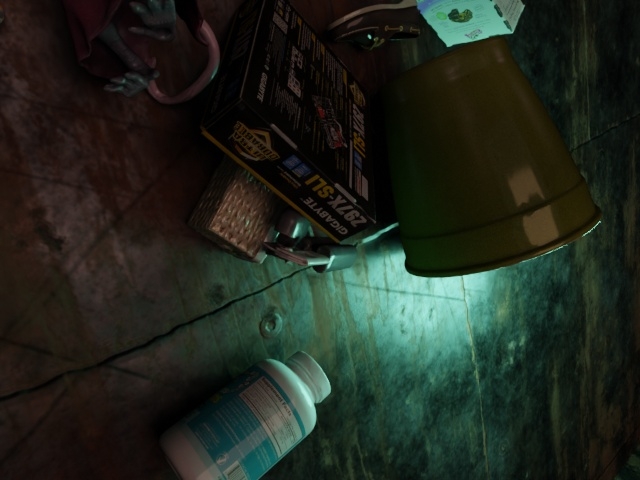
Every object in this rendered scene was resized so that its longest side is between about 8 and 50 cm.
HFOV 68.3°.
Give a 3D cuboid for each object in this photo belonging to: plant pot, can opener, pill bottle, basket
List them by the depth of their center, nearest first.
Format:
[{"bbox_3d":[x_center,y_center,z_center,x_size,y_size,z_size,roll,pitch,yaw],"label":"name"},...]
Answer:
[{"bbox_3d":[-0.115,-0.064,0.725,0.103,0.113,0.167,34,77,-31],"label":"basket"},{"bbox_3d":[0.000,0.000,0.757,0.283,0.075,0.095,-1,112,-70],"label":"can opener"},{"bbox_3d":[-0.109,0.292,0.758,0.264,0.146,0.146,-32,115,-30],"label":"pill bottle"},{"bbox_3d":[0.279,-0.166,0.888,0.366,0.366,0.353,-26,100,-32],"label":"plant pot"}]

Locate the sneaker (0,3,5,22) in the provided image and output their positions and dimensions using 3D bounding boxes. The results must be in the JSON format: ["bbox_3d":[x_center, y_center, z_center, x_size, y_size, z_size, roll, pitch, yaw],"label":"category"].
[{"bbox_3d":[-0.448,-0.252,0.469,0.214,0.084,0.083,-23,100,-39],"label":"sneaker"}]

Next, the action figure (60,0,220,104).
[{"bbox_3d":[-0.239,-0.380,0.536,0.370,0.248,0.275,67,18,5],"label":"action figure"}]

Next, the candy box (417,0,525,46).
[{"bbox_3d":[0.274,-0.484,0.924,0.196,0.164,0.070,32,79,-36],"label":"candy box"}]

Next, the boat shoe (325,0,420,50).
[{"bbox_3d":[0.106,-0.388,0.863,0.227,0.081,0.069,-30,109,-33],"label":"boat shoe"}]

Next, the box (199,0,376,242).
[{"bbox_3d":[-0.026,-0.194,0.689,0.257,0.079,0.322,39,38,-36],"label":"box"}]
